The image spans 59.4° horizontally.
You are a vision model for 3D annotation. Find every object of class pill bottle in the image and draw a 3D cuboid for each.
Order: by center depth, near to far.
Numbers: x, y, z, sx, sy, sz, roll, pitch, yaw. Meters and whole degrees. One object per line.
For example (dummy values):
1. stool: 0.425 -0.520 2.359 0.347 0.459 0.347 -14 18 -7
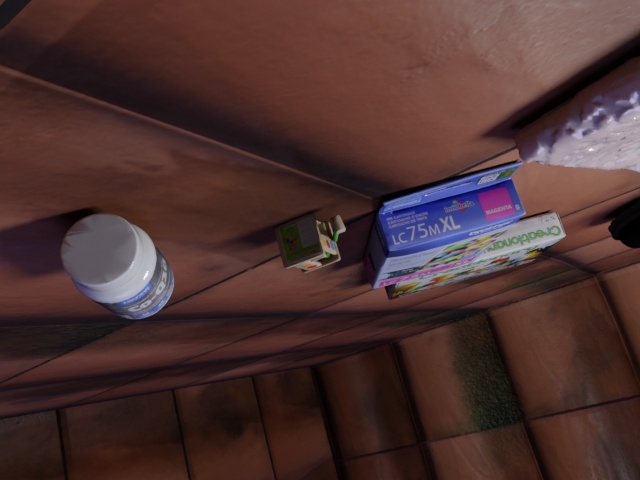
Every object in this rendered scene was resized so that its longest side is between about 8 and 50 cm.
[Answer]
1. pill bottle: -0.190 0.027 0.535 0.078 0.078 0.137 -14 165 -8

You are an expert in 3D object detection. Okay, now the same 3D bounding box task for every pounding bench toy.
1. pounding bench toy: 0.000 0.000 0.673 0.083 0.052 0.065 -21 164 18

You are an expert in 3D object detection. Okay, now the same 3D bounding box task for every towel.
1. towel: 0.406 -0.155 0.538 0.317 0.053 0.332 -2 158 -40

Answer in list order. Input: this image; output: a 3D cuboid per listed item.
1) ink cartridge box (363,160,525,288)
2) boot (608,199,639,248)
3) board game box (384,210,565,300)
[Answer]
1. ink cartridge box: 0.165 -0.006 0.803 0.185 0.065 0.311 -15 163 -4
2. boot: 0.714 0.015 1.025 0.131 0.260 0.348 -9 163 -22
3. board game box: 0.273 0.035 1.053 0.305 0.053 0.193 -15 164 -1
